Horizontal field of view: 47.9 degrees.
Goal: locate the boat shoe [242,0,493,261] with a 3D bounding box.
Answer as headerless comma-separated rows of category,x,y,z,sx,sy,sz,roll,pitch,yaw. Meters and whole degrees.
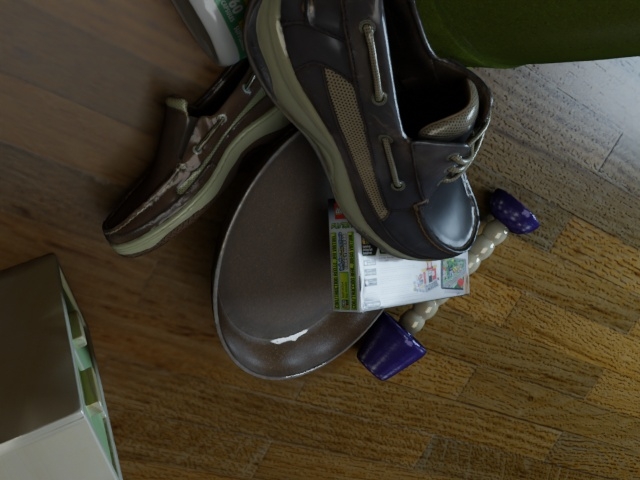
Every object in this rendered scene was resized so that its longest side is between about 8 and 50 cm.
boat shoe,0.075,-0.090,0.620,0.355,0.130,0.132,45,55,-44

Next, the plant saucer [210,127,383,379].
plant saucer,0.000,0.000,0.763,0.310,0.050,0.311,-28,133,-35

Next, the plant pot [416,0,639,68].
plant pot,0.258,-0.292,0.541,0.366,0.353,0.366,-21,121,-41

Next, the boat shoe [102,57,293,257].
boat shoe,-0.121,-0.099,0.690,0.257,0.095,0.095,-46,122,-12

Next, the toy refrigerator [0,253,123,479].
toy refrigerator,-0.241,0.120,0.629,0.094,0.269,0.102,-21,120,-14

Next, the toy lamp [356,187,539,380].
toy lamp,0.154,0.060,0.895,0.275,0.080,0.080,-47,123,4

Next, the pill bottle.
pill bottle,-0.030,-0.254,0.635,0.208,0.117,0.117,-34,123,-7

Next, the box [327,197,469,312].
box,0.090,0.011,0.769,0.207,0.036,0.114,-2,89,-48
